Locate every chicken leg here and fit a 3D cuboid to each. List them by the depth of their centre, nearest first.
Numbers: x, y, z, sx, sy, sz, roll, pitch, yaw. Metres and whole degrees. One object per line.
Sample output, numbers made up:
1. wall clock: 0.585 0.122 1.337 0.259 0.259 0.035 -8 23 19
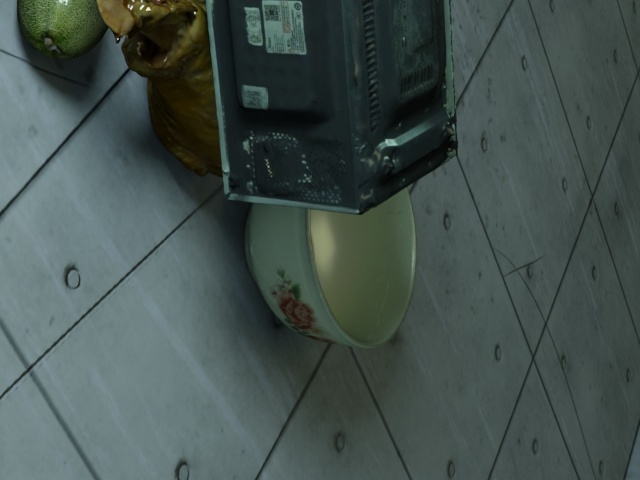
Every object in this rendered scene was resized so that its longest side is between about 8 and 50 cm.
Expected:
1. chicken leg: -0.138 -0.227 1.438 0.409 0.182 0.295 29 51 -69

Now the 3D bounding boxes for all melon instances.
1. melon: -0.247 -0.254 1.362 0.099 0.099 0.162 46 44 -47

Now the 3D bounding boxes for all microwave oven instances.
1. microwave oven: 0.022 -0.198 1.339 0.237 0.181 0.295 -33 125 -53

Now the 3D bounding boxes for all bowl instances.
1. bowl: 0.000 0.000 1.699 0.277 0.145 0.277 21 65 -57
